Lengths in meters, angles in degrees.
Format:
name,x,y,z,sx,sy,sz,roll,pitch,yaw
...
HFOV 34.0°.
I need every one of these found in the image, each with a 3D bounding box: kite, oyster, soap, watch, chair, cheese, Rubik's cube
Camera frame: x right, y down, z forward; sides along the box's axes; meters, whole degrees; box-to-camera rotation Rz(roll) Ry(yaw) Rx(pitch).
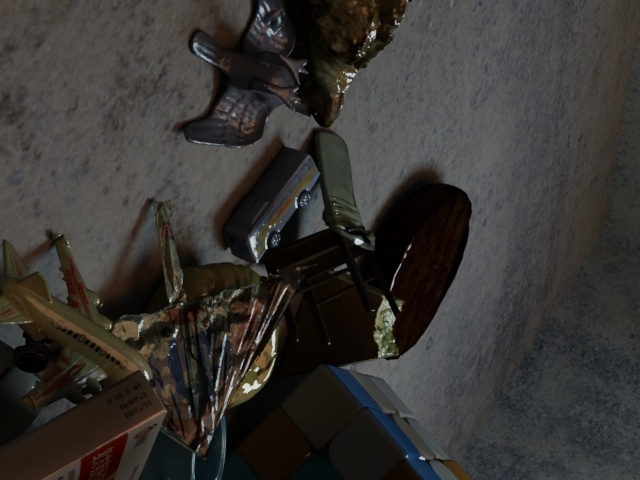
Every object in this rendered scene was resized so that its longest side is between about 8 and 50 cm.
name,x,y,z,sx,sy,sz,roll,pitch,yaw
kite,-0.187,0.124,1.436,0.406,0.014,0.368,-13,99,-34
oyster,0.022,-0.318,1.509,0.133,0.197,0.337,-16,149,-17
soap,-0.404,0.214,1.215,0.183,0.064,0.121,-53,154,-24
watch,-0.210,0.341,1.620,0.211,0.211,0.193,12,81,-65
chair,0.000,0.000,1.762,0.186,0.319,0.160,-25,163,20
cheese,-0.166,0.140,1.529,0.214,0.117,0.225,8,93,-45
Rubik's cube,0.050,0.470,1.921,0.346,0.344,0.347,-44,157,6

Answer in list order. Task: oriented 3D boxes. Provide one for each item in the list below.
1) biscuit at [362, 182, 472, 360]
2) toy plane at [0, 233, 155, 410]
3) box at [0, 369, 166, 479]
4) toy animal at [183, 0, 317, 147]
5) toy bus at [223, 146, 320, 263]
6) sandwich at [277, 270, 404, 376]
name,x,y,z,sx,sy,sz,roll,pitch,yaw
biscuit,0.196,0.065,2.259,0.407,0.091,0.407,-48,152,-36
toy plane,-0.286,0.115,1.210,0.241,0.104,0.256,-93,158,-45
box,-0.307,0.281,1.240,0.214,0.069,0.353,-28,167,-26
toy animal,-0.089,-0.218,1.444,0.255,0.176,0.239,28,82,-31
toy bus,-0.075,-0.057,1.632,0.190,0.064,0.075,-54,147,-24
sandwich,0.045,0.184,1.946,0.108,0.186,0.220,12,102,-63
